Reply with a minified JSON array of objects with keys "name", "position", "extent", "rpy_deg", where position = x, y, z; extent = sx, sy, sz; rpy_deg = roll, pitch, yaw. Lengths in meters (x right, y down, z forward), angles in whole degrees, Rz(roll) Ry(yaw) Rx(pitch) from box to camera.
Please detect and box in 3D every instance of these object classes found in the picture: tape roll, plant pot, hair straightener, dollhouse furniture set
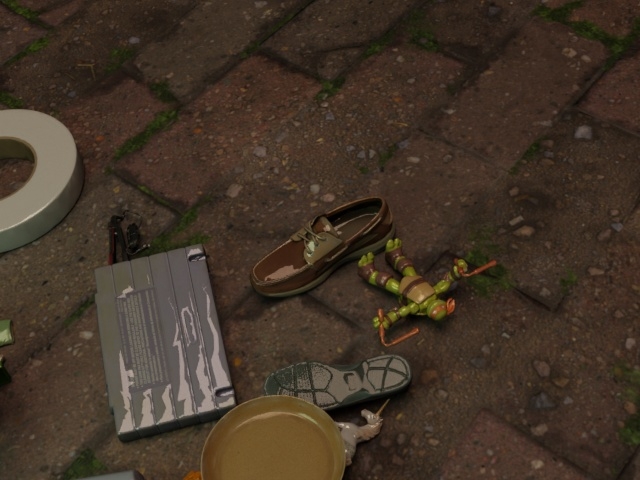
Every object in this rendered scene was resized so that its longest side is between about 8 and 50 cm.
[{"name":"tape roll","position":[-0.727,-0.135,2.003],"extent":[0.392,0.072,0.391],"rpy_deg":[-3,52,4]},{"name":"plant pot","position":[-0.076,0.362,1.461],"extent":[0.237,0.032,0.236],"rpy_deg":[-2,48,3]},{"name":"hair straightener","position":[-0.397,0.020,1.869],"extent":[0.089,0.047,0.230],"rpy_deg":[-11,47,-2]},{"name":"dollhouse furniture set","position":[-0.637,0.205,1.734],"extent":[0.076,0.058,0.151],"rpy_deg":[-17,52,-8]}]

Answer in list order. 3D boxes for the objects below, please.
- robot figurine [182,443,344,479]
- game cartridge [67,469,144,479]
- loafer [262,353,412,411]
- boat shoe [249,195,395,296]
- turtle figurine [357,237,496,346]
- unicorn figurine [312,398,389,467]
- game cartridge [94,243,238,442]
[{"name":"robot figurine","position":[-0.081,0.436,1.476],"extent":[0.291,0.085,0.211],"rpy_deg":[29,61,26]},{"name":"game cartridge","position":[-0.357,0.514,1.403],"extent":[0.198,0.062,0.297],"rpy_deg":[-15,56,15]},{"name":"loafer","position":[0.034,0.266,1.608],"extent":[0.268,0.084,0.096],"rpy_deg":[-8,62,5]},{"name":"boat shoe","position":[0.000,0.000,1.788],"extent":[0.324,0.116,0.123],"rpy_deg":[-29,55,-16]},{"name":"turtle figurine","position":[0.187,0.086,1.720],"extent":[0.270,0.087,0.217],"rpy_deg":[-37,49,-11]},{"name":"unicorn figurine","position":[0.044,0.337,1.553],"extent":[0.111,0.060,0.162],"rpy_deg":[16,43,7]},{"name":"game cartridge","position":[-0.300,0.188,1.695],"extent":[0.230,0.068,0.355],"rpy_deg":[-15,60,-1]}]
